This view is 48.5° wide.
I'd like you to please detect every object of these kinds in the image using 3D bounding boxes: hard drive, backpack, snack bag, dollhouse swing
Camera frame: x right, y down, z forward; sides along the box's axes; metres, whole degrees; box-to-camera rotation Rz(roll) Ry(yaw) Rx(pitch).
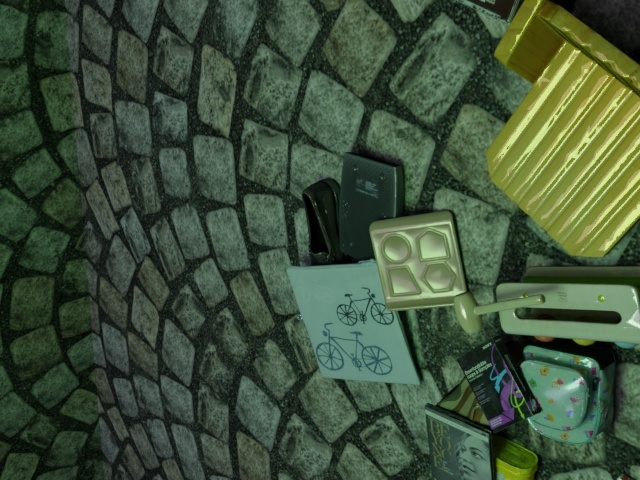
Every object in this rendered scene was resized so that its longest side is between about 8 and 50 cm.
[{"bbox_3d":[0.120,-0.071,1.657,0.172,0.054,0.255,23,121,40],"label":"hard drive"},{"bbox_3d":[0.469,0.293,1.358,0.165,0.144,0.188,5,111,42],"label":"backpack"},{"bbox_3d":[0.074,0.203,1.772,0.323,0.037,0.343,-5,110,42],"label":"snack bag"},{"bbox_3d":[0.406,-0.154,1.158,0.347,0.315,0.305,49,114,22],"label":"dollhouse swing"}]

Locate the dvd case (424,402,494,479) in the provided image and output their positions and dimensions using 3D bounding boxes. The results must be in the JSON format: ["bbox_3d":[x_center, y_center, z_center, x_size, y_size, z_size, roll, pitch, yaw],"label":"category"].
[{"bbox_3d":[0.307,0.476,1.564,0.164,0.018,0.221,17,125,42],"label":"dvd case"}]

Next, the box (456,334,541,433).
[{"bbox_3d":[0.340,0.278,1.374,0.116,0.029,0.162,-48,59,48],"label":"box"}]

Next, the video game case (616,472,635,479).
[{"bbox_3d":[0.672,0.601,1.347,0.285,0.025,0.204,30,125,36],"label":"video game case"}]

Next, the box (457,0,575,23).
[{"bbox_3d":[0.326,-0.470,1.167,0.168,0.203,0.167,39,130,31],"label":"box"}]

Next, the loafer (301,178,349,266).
[{"bbox_3d":[0.000,0.000,1.782,0.109,0.095,0.303,12,113,45],"label":"loafer"}]

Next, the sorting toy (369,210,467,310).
[{"bbox_3d":[0.218,0.047,1.575,0.193,0.038,0.208,-8,98,25],"label":"sorting toy"}]

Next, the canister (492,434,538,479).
[{"bbox_3d":[0.409,0.535,1.568,0.126,0.073,0.170,20,120,41],"label":"canister"}]

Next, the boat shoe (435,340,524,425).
[{"bbox_3d":[0.357,0.332,1.524,0.120,0.122,0.324,47,142,17],"label":"boat shoe"}]

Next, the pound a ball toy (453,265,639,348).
[{"bbox_3d":[0.431,0.137,1.287,0.319,0.208,0.136,-4,102,47],"label":"pound a ball toy"}]
